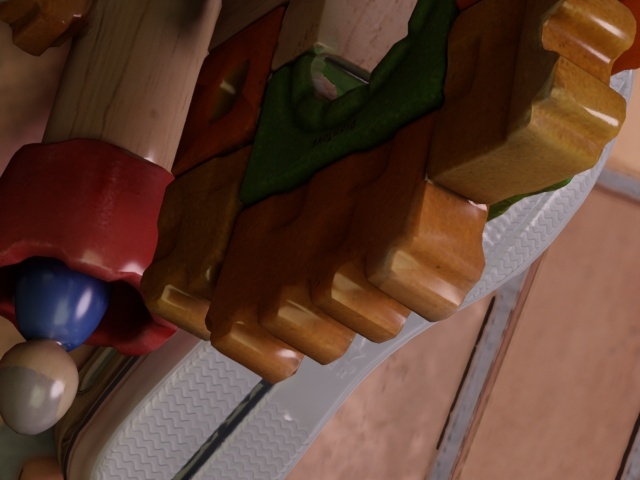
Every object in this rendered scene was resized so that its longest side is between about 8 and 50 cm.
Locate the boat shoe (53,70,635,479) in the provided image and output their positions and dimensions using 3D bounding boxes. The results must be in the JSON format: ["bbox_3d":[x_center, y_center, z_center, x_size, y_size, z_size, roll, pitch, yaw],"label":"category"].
[{"bbox_3d":[0.000,0.000,0.812,0.302,0.094,0.109,-43,123,-7],"label":"boat shoe"}]

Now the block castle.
[{"bbox_3d":[-0.065,-0.108,0.561,0.303,0.453,0.213,26,60,-26],"label":"block castle"}]
